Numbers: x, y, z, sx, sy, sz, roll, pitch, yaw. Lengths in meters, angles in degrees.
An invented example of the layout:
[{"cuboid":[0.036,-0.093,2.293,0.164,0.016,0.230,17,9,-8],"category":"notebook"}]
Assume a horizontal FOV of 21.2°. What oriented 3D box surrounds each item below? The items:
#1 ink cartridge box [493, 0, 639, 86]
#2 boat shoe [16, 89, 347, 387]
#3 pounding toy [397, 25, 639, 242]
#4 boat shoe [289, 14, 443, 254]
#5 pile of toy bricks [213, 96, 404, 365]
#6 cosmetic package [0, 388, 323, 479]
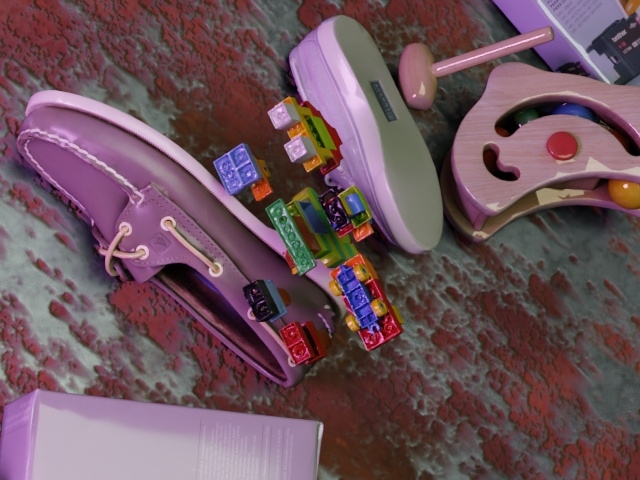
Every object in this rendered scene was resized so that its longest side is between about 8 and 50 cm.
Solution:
[{"cuboid":[0.270,-0.255,1.668,0.311,0.065,0.186,47,65,-5],"category":"ink cartridge box"},{"cuboid":[-0.122,0.000,1.418,0.324,0.116,0.096,37,64,-17],"category":"boat shoe"},{"cuboid":[0.196,-0.088,1.531,0.270,0.155,0.154,10,67,-3],"category":"pounding toy"},{"cuboid":[0.037,-0.086,1.524,0.079,0.081,0.227,-10,75,-51],"category":"boat shoe"},{"cuboid":[0.000,0.000,1.383,0.105,0.118,0.212,4,57,-63],"category":"pile of toy bricks"},{"cuboid":[-0.133,0.184,1.363,0.238,0.127,0.107,12,74,-22],"category":"cosmetic package"}]
